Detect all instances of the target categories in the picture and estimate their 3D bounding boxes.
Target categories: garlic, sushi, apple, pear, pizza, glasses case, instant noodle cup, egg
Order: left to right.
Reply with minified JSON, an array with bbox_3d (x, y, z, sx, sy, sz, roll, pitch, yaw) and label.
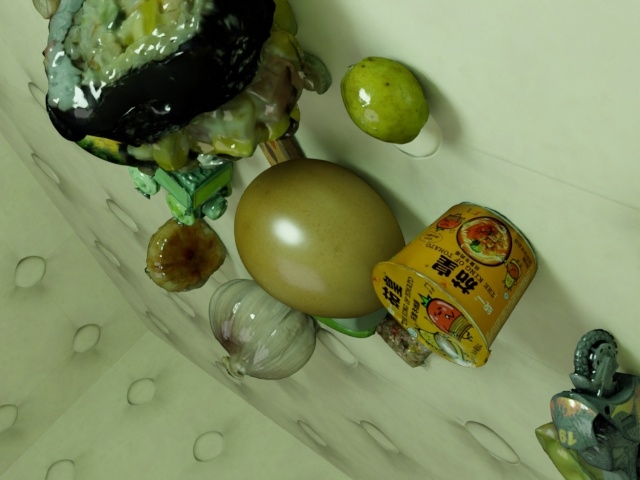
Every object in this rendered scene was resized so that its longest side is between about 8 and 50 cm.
[{"bbox_3d":[-0.190,-0.277,1.209,0.285,0.328,0.329,28,-140,-53],"label":"sushi"},{"bbox_3d":[-0.162,0.227,2.246,0.322,0.241,0.322,31,135,38],"label":"garlic"},{"bbox_3d":[-0.086,-0.193,1.526,0.064,0.041,0.170,8,140,40],"label":"glasses case"},{"bbox_3d":[0.000,0.000,1.432,0.322,0.250,0.250,38,159,29],"label":"egg"},{"bbox_3d":[0.084,-0.186,1.136,0.131,0.107,0.107,37,160,-5],"label":"pear"},{"bbox_3d":[0.188,0.216,1.792,0.185,0.052,0.195,47,159,-17],"label":"pizza"},{"bbox_3d":[0.208,0.058,1.274,0.216,0.172,0.216,38,158,18],"label":"instant noodle cup"},{"bbox_3d":[0.484,0.401,1.513,0.265,0.120,0.193,52,171,-13],"label":"apple"}]

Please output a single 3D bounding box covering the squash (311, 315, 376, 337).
[{"bbox_3d":[-0.018,0.110,1.883,0.395,0.107,0.107,27,154,48],"label":"squash"}]

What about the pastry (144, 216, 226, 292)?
[{"bbox_3d":[-0.357,0.032,2.266,0.100,0.218,0.229,20,113,52],"label":"pastry"}]

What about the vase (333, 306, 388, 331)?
[{"bbox_3d":[0.029,0.077,1.726,0.248,0.128,0.128,40,161,38],"label":"vase"}]

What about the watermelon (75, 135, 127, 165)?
[{"bbox_3d":[-0.361,-0.269,1.566,0.269,0.269,0.269,37,158,17],"label":"watermelon"}]

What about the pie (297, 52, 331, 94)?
[{"bbox_3d":[-0.018,-0.258,1.304,0.084,0.020,0.084,35,158,16],"label":"pie"}]

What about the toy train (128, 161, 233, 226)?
[{"bbox_3d":[-0.307,-0.158,1.850,0.271,0.159,0.188,41,153,16],"label":"toy train"}]

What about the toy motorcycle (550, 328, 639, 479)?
[{"bbox_3d":[0.439,0.282,1.284,0.307,0.173,0.108,54,156,-22],"label":"toy motorcycle"}]

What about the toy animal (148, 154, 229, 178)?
[{"bbox_3d":[-0.246,-0.178,1.660,0.217,0.176,0.073,21,151,43],"label":"toy animal"}]

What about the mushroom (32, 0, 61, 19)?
[{"bbox_3d":[-0.350,-0.417,1.340,0.207,0.215,0.207,40,154,24],"label":"mushroom"}]
